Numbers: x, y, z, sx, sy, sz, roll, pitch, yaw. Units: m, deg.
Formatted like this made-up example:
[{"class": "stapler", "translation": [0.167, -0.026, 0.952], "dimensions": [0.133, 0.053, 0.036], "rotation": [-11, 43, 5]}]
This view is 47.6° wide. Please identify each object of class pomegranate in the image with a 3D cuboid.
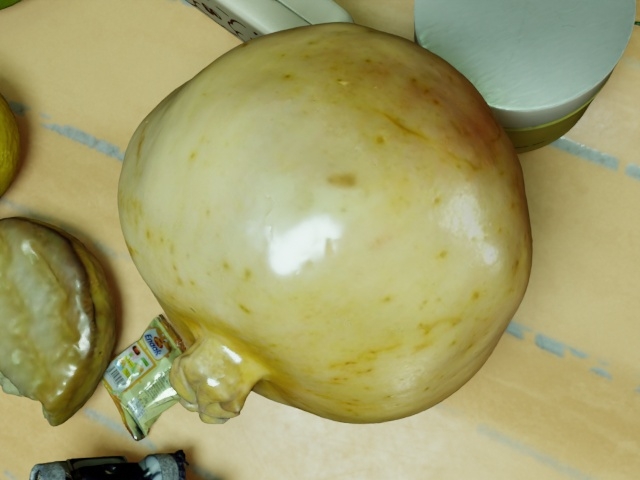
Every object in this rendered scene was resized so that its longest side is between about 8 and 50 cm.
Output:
[{"class": "pomegranate", "translation": [0.000, 0.000, 0.702], "dimensions": [0.411, 0.411, 0.412], "rotation": [-1, 82, 9]}]

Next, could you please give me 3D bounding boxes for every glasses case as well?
[{"class": "glasses case", "translation": [-0.103, -0.308, 0.891], "dimensions": [0.336, 0.144, 0.076], "rotation": [38, 89, 13]}]

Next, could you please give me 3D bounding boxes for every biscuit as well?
[{"class": "biscuit", "translation": [-0.364, 0.085, 0.904], "dimensions": [0.274, 0.091, 0.213], "rotation": [37, 87, 20]}]

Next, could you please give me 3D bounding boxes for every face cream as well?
[{"class": "face cream", "translation": [0.215, -0.220, 0.807], "dimensions": [0.218, 0.179, 0.218], "rotation": [-1, 82, 9]}]

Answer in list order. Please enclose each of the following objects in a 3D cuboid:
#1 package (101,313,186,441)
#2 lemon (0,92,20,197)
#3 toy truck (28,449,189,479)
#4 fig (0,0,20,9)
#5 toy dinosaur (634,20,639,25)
[{"class": "package", "translation": [-0.212, 0.169, 0.902], "dimensions": [0.120, 0.031, 0.108], "rotation": [-41, 78, 1]}, {"class": "lemon", "translation": [-0.471, -0.113, 0.900], "dimensions": [0.186, 0.187, 0.244], "rotation": [-4, 73, 9]}, {"class": "toy truck", "translation": [-0.193, 0.357, 0.748], "dimensions": [0.363, 0.176, 0.178], "rotation": [34, 110, 48]}, {"class": "fig", "translation": [-0.446, -0.418, 0.951], "dimensions": [0.314, 0.233, 0.233], "rotation": [-25, 78, -23]}, {"class": "toy dinosaur", "translation": [0.431, -0.250, 0.860], "dimensions": [0.119, 0.029, 0.060], "rotation": [15, 70, 16]}]
